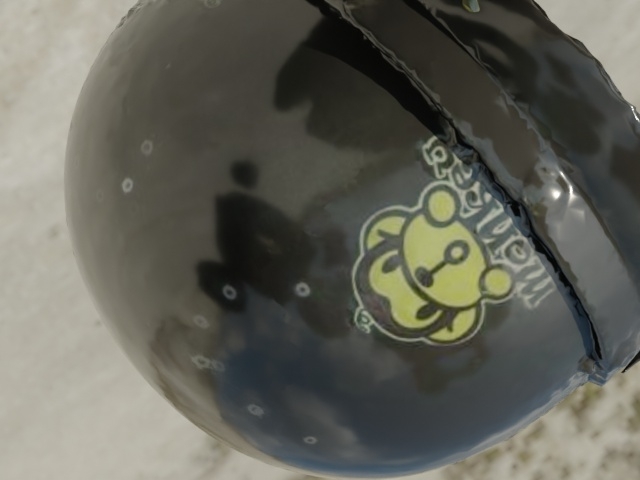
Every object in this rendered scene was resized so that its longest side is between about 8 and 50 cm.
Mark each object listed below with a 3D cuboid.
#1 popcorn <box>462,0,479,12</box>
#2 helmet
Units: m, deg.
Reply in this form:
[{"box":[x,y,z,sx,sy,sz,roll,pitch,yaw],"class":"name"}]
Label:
[{"box":[0.025,-0.190,0.480,0.282,0.247,0.282,9,-166,-2],"class":"popcorn"},{"box":[0.000,0.000,0.702,0.160,0.230,0.279,-40,-163,-16],"class":"helmet"}]
